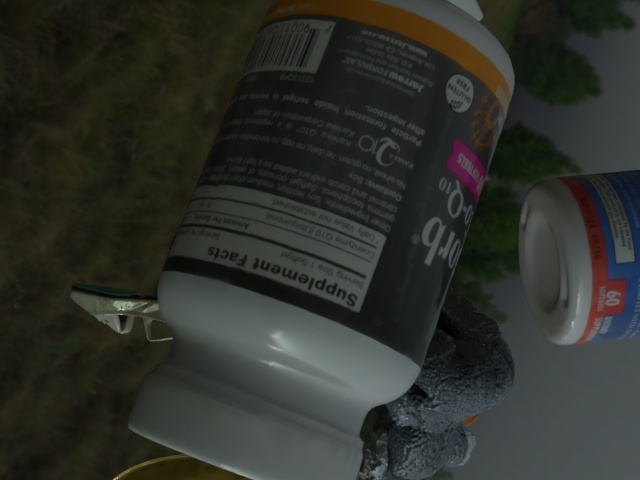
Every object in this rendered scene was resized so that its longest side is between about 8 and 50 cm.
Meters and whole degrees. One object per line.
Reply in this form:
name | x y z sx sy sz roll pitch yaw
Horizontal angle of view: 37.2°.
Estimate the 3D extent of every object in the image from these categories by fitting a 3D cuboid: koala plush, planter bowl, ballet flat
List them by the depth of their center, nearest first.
ballet flat | -0.191 0.078 1.000 0.057 0.168 0.052 15 80 -76
koala plush | 0.122 0.197 1.141 0.196 0.203 0.221 -5 118 -35
planter bowl | -0.164 0.359 1.204 0.217 0.217 0.090 102 -16 -49

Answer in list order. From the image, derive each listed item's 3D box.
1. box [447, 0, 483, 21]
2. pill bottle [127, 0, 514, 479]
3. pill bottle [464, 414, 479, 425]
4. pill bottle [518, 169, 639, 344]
box | 0.080 -0.308 1.256 0.181 0.182 0.119 -41 134 -2
pill bottle | 0.000 0.000 0.561 0.162 0.162 0.278 76 34 -76
pill bottle | 0.177 0.196 1.554 0.246 0.130 0.130 61 35 -22
pill bottle | 0.270 0.005 0.703 0.124 0.221 0.124 174 -90 -85
